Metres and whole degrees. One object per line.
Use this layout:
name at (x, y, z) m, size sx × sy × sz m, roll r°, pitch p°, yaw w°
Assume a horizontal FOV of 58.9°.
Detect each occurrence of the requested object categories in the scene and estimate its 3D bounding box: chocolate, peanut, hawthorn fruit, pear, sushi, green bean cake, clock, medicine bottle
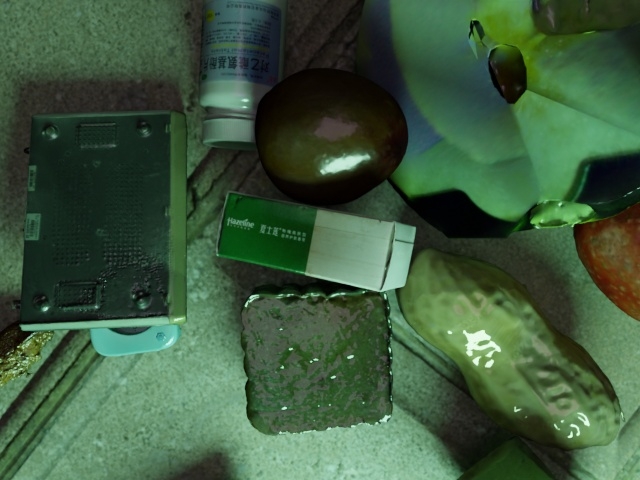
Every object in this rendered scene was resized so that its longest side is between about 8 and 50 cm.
chocolate at (0.016, -0.112, 0.643) m, size 0.177 × 0.177 × 0.176 m, roll 0°, pitch 92°, yaw -2°
peanut at (0.223, 0.131, 0.696) m, size 0.149 × 0.149 × 0.313 m, roll -44°, pitch 90°, yaw 0°
hawthorn fruit at (0.399, -0.022, 0.668) m, size 0.205 × 0.205 × 0.253 m, roll -35°, pitch 86°, yaw 0°
pear at (0.236, -0.199, 0.615) m, size 0.165 × 0.399 × 0.398 m, roll -14°, pitch 93°, yaw -41°
sushi at (-0.384, 0.146, 0.710) m, size 0.060 × 0.061 × 0.118 m, roll 42°, pitch 98°, yaw 23°
green bean cake at (-0.004, 0.138, 0.706) m, size 0.182 × 0.094 × 0.173 m, roll -4°, pitch 93°, yaw -2°
clock at (-0.239, 0.069, 0.721) m, size 0.108 × 0.045 × 0.147 m, roll -7°, pitch 91°, yaw -2°
medicine bottle at (-0.095, -0.208, 0.687) m, size 0.103 × 0.103 × 0.186 m, roll 4°, pitch 92°, yaw -2°

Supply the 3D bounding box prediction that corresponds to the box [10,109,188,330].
box at (-0.263, -0.028, 0.687) m, size 0.211 × 0.045 × 0.270 m, roll -1°, pitch 78°, yaw -2°

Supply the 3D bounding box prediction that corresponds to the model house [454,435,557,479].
model house at (0.251, 0.365, 0.676) m, size 0.214 × 0.189 × 0.195 m, roll 44°, pitch 99°, yaw -6°

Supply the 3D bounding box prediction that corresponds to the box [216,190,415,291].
box at (0.000, 0.000, 0.653) m, size 0.199 × 0.135 × 0.081 m, roll 9°, pitch 91°, yaw 19°
